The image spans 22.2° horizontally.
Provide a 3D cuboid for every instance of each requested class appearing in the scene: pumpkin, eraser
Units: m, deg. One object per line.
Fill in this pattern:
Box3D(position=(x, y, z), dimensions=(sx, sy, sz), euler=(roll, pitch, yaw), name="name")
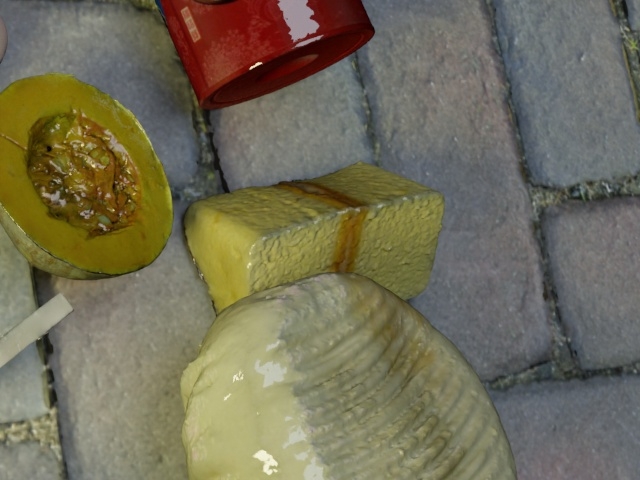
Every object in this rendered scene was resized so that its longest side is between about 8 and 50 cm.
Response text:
Box3D(position=(-0.249, -0.045, 1.581), dimensions=(0.217, 0.110, 0.217), euler=(20, 51, -27), name="pumpkin")
Box3D(position=(-0.290, 0.103, 1.465), dimensions=(0.023, 0.150, 0.104), euler=(52, 54, -4), name="eraser")

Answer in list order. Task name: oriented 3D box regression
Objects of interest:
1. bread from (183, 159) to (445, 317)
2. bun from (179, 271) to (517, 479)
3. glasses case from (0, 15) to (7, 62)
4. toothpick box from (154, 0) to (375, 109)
Box3D(position=(0.000, 0.000, 1.720), dimensions=(0.266, 0.142, 0.178), euler=(-18, 69, -37), name="bread")
Box3D(position=(0.016, 0.213, 1.585), dimensions=(0.365, 0.219, 0.365), euler=(27, 46, -32), name="bun")
Box3D(position=(-0.404, -0.126, 1.517), dimensions=(0.122, 0.075, 0.314), euler=(39, 57, -12), name="glasses case")
Box3D(position=(-0.100, -0.328, 1.706), dimensions=(0.204, 0.204, 0.333), euler=(-20, 85, -36), name="toothpick box")
